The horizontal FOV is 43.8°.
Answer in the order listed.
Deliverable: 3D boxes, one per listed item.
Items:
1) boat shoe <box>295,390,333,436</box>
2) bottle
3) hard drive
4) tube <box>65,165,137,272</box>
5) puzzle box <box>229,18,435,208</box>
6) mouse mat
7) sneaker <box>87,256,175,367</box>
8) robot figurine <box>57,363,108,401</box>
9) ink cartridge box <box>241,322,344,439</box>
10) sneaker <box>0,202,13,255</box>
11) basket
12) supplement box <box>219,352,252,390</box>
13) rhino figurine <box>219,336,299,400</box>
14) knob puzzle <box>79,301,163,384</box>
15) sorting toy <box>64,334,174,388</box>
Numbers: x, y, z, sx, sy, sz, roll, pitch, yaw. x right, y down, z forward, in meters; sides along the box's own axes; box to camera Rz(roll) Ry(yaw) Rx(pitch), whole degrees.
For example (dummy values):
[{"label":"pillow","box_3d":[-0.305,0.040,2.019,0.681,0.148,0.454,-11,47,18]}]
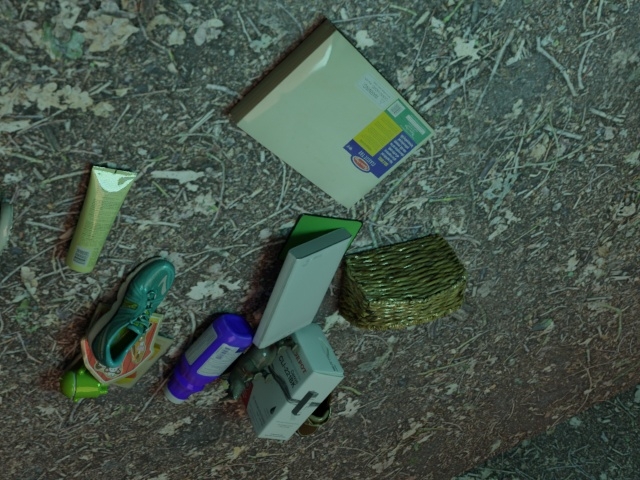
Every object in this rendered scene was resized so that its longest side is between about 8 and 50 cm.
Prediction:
[{"label":"boat shoe","box_3d":[-0.029,0.493,2.356,0.123,0.119,0.323,-13,137,-18]},{"label":"bottle","box_3d":[-0.292,0.306,2.030,0.283,0.092,0.118,-47,149,20]},{"label":"hard drive","box_3d":[-0.047,0.120,1.960,0.203,0.040,0.307,-23,147,-45]},{"label":"tube","box_3d":[-0.452,-0.045,1.612,0.240,0.062,0.070,-62,174,26]},{"label":"puzzle box","box_3d":[0.038,-0.248,1.681,0.272,0.052,0.409,-41,139,13]},{"label":"mouse mat","box_3d":[0.000,0.000,1.951,0.190,0.007,0.152,6,129,-35]},{"label":"sneaker","box_3d":[-0.406,0.165,1.778,0.107,0.110,0.275,35,88,-39]},{"label":"robot figurine","box_3d":[-0.563,0.340,1.889,0.115,0.067,0.101,3,123,-25]},{"label":"ink cartridge box","box_3d":[-0.086,0.372,2.139,0.114,0.197,0.272,18,120,-41]},{"label":"sneaker","box_3d":[-0.701,0.033,1.522,0.146,0.102,0.293,13,120,-33]},{"label":"basket","box_3d":[0.220,0.152,2.074,0.299,0.213,0.223,-13,136,-18]},{"label":"supplement box","box_3d":[-0.235,0.347,2.137,0.083,0.056,0.083,-20,139,-10]},{"label":"rhino figurine","box_3d":[-0.172,0.324,2.052,0.243,0.106,0.073,-46,136,-6]},{"label":"knob puzzle","box_3d":[-0.470,0.251,1.861,0.213,0.030,0.213,-15,115,-33]},{"label":"sorting toy","box_3d":[-0.487,0.287,1.944,0.208,0.038,0.193,24,117,-44]}]
